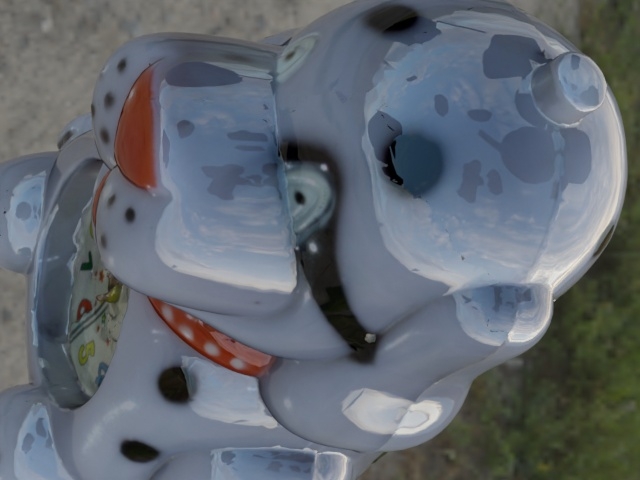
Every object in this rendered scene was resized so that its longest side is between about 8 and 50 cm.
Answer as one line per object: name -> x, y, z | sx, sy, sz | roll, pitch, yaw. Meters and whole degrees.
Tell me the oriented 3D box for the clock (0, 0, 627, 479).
clock -> -0.004, 0.001, 0.516 | 0.189, 0.254, 0.189 | 10, 67, -24
